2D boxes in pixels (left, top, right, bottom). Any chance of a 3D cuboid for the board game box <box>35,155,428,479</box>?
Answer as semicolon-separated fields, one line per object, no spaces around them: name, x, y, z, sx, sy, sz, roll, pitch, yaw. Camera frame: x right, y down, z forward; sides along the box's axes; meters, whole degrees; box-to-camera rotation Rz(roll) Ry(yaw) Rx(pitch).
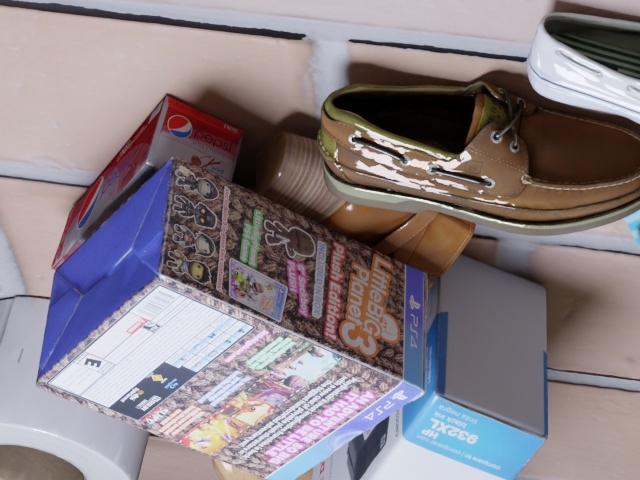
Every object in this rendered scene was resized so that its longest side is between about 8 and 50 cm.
board game box;-0.082;0.084;1.803;0.291;0.141;0.232;26;138;-26

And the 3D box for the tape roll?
tape roll;-0.318;0.199;2.237;0.246;0.169;0.246;9;148;6

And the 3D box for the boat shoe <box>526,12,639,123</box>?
boat shoe;0.282;-0.137;1.575;0.226;0.083;0.076;8;149;8

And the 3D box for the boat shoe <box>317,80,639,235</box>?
boat shoe;0.149;-0.080;1.687;0.307;0.110;0.104;1;140;6

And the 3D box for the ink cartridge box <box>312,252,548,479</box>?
ink cartridge box;0.106;0.196;1.961;0.129;0.223;0.307;21;129;-13

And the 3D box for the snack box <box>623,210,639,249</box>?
snack box;0.452;-0.017;1.733;0.322;0.060;0.187;-5;145;26

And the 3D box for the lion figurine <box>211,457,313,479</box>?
lion figurine;-0.015;0.263;2.169;0.392;0.240;0.142;25;146;-19

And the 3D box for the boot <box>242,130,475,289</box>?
boot;0.000;0.000;1.895;0.220;0.109;0.283;21;140;-22

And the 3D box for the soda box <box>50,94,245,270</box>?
soda box;-0.174;-0.037;1.892;0.092;0.083;0.263;24;147;-18
